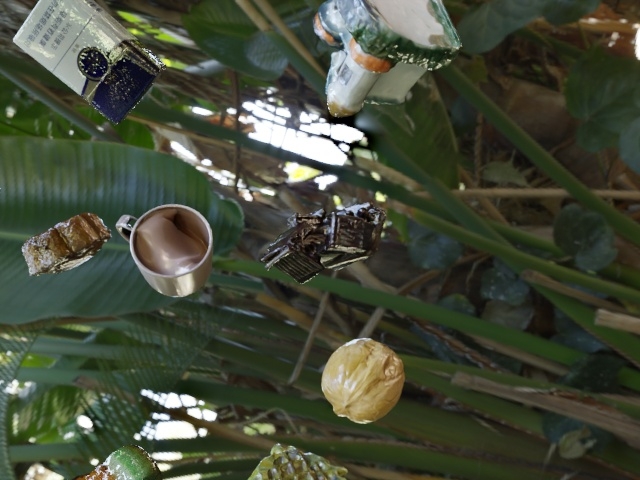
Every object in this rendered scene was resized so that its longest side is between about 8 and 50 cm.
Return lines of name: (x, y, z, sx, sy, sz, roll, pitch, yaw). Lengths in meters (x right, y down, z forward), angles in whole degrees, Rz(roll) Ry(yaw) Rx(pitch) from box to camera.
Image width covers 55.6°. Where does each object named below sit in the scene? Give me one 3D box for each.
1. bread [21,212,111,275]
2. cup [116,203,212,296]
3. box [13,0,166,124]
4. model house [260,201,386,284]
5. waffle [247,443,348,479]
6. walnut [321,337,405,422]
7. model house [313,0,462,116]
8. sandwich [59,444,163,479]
bread: (-0.747, 0.015, 1.789, 0.135, 0.247, 0.232, 64, -179, -11)
cup: (-0.394, 0.024, 1.531, 0.200, 0.253, 0.191, 109, -173, -66)
box: (-0.469, -0.384, 1.248, 0.168, 0.259, 0.071, -43, 17, 22)
model house: (0.002, -0.011, 1.097, 0.164, 0.203, 0.141, 13, -124, -49)
waffle: (-0.047, 0.520, 1.282, 0.223, 0.204, 0.054, -39, -33, -62)
walnut: (0.084, 0.280, 1.218, 0.207, 0.159, 0.159, -33, -42, -65)
model house: (0.056, -0.317, 1.008, 0.300, 0.190, 0.271, -55, 45, 50)
sandwich: (-0.365, 0.455, 0.896, 0.301, 0.162, 0.250, -1, -62, -44)
